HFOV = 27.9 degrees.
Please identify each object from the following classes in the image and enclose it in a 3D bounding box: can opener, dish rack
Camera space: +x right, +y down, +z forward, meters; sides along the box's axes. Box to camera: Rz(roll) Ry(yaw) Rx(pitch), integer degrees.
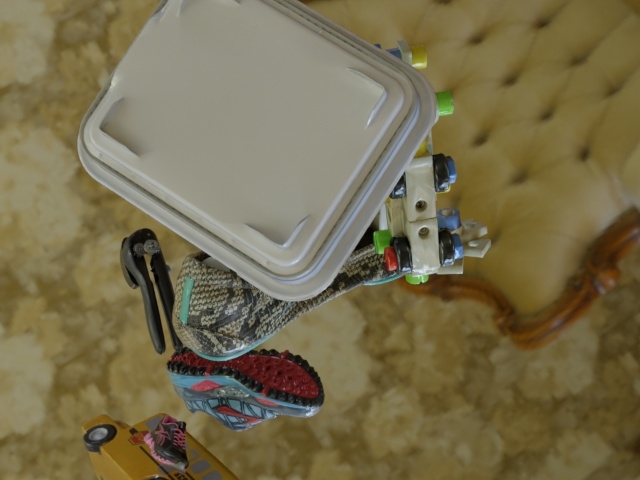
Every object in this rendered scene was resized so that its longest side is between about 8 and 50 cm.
[{"bbox_3d":[-0.222,0.067,1.737,0.073,0.059,0.186,110,139,-60],"label":"can opener"},{"bbox_3d":[-0.077,-0.128,1.349,0.332,0.286,0.072,32,177,14],"label":"dish rack"}]

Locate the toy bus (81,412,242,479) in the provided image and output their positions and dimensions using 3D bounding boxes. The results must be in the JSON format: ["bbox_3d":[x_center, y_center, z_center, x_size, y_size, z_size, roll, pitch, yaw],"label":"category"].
[{"bbox_3d":[-0.216,0.342,1.809,0.332,0.130,0.108,28,138,53],"label":"toy bus"}]

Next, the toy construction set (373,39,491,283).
[{"bbox_3d":[0.112,-0.076,1.596,0.215,0.151,0.328,-114,1,-63],"label":"toy construction set"}]

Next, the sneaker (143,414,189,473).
[{"bbox_3d":[-0.196,0.267,1.708,0.047,0.057,0.119,38,177,-27],"label":"sneaker"}]

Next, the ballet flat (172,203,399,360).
[{"bbox_3d":[0.000,0.000,1.727,0.164,0.482,0.182,28,126,34],"label":"ballet flat"}]

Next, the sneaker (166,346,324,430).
[{"bbox_3d":[-0.104,0.232,1.949,0.261,0.104,0.125,10,128,28],"label":"sneaker"}]
